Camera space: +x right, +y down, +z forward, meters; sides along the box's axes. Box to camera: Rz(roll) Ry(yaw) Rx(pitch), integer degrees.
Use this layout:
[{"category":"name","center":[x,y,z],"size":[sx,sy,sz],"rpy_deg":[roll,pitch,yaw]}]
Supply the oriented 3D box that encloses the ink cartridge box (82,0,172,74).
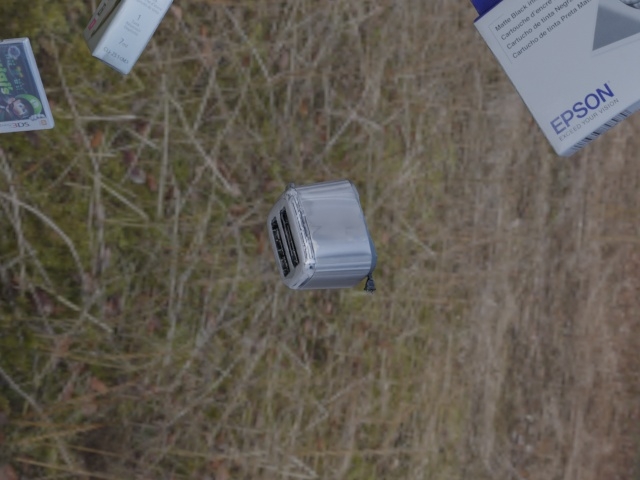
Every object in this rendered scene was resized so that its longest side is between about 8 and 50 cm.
[{"category":"ink cartridge box","center":[-0.253,-0.371,1.342],"size":[0.239,0.060,0.275],"rpy_deg":[-57,-156,7]}]

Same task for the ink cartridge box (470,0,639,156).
[{"category":"ink cartridge box","center":[0.260,-0.231,0.871],"size":[0.045,0.223,0.224],"rpy_deg":[-4,61,-58]}]

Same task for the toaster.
[{"category":"toaster","center":[0.000,0.000,1.636],"size":[0.146,0.129,0.227],"rpy_deg":[-4,68,-29]}]

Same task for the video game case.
[{"category":"video game case","center":[-0.632,-0.299,1.819],"size":[0.022,0.173,0.190],"rpy_deg":[-88,172,-55]}]
